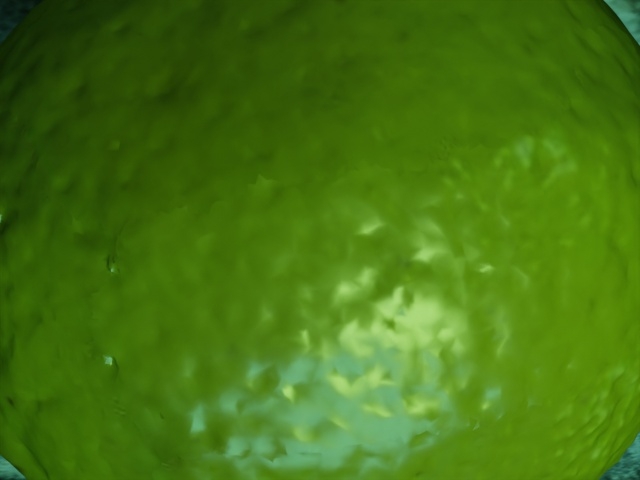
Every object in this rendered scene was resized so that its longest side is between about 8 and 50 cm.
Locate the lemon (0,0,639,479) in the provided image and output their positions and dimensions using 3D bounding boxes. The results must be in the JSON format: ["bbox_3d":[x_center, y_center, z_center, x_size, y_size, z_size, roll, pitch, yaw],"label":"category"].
[{"bbox_3d":[-0.002,0.000,0.852,0.336,0.336,0.336,-6,154,-3],"label":"lemon"}]
